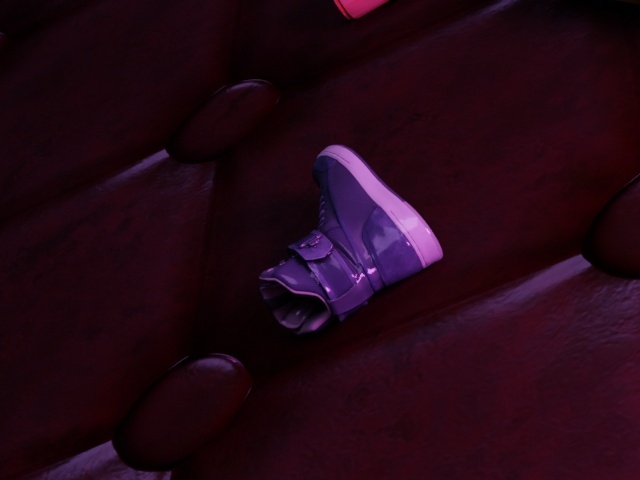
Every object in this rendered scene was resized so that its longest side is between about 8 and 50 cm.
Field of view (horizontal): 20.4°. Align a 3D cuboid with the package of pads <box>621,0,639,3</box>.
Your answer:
[{"bbox_3d":[0.360,-0.345,1.795,0.229,0.101,0.296,-59,34,-5],"label":"package of pads"}]

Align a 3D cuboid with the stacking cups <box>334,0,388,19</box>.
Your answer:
[{"bbox_3d":[0.152,-0.365,2.075,0.316,0.096,0.096,-26,32,16],"label":"stacking cups"}]

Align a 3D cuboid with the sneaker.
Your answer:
[{"bbox_3d":[-0.001,-0.001,1.733,0.163,0.086,0.226,-35,32,-5],"label":"sneaker"}]
